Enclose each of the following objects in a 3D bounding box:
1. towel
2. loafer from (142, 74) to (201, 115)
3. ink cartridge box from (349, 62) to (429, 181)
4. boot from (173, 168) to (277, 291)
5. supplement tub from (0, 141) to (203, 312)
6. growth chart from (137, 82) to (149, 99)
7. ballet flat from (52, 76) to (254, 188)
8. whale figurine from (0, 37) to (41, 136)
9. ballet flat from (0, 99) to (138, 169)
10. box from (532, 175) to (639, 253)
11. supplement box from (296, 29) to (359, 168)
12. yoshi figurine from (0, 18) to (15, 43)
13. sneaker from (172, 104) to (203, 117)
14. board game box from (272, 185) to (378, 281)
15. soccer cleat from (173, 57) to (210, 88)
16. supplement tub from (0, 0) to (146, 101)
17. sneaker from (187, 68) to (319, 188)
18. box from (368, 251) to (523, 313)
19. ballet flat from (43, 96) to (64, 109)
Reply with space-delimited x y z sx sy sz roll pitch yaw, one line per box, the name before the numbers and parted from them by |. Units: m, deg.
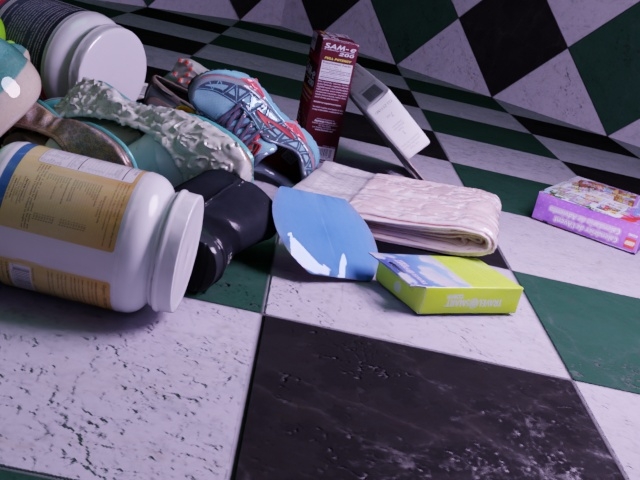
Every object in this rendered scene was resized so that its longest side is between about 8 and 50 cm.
towel | 0.119 -0.056 1.341 0.317 0.053 0.332 11 15 10
loafer | -0.218 -0.248 1.679 0.267 0.084 0.096 15 18 6
ink cartridge box | 0.146 -0.206 1.643 0.239 0.060 0.275 47 7 -22
boot | -0.188 -0.038 1.054 0.246 0.094 0.207 23 23 8
supplement tub | -0.229 -0.009 0.867 0.199 0.144 0.144 14 18 0
growth chart | -0.334 -0.311 1.886 0.237 0.021 0.172 8 19 -16
ballet flat | -0.268 -0.126 1.266 0.409 0.147 0.147 25 21 39
whale figurine | -0.497 -0.208 1.185 0.272 0.216 0.141 20 -27 54
ballet flat | -0.356 -0.110 1.169 0.106 0.108 0.316 -36 35 -25
box | 0.557 -0.057 1.708 0.201 0.057 0.293 22 20 26
supplement box | 0.005 -0.267 1.643 0.073 0.239 0.130 8 18 -12
yoshi figurine | -0.595 -0.336 1.379 0.203 0.204 0.362 -11 2 -13
sneaker | -0.216 -0.182 1.472 0.088 0.093 0.225 13 17 3
board game box | 0.000 0.000 1.130 0.168 0.033 0.133 9 52 -39
soccer cleat | -0.280 -0.384 2.087 0.196 0.068 0.076 30 9 37
supplement tub | -0.475 -0.336 1.586 0.272 0.191 0.191 22 20 26
sneaker | -0.105 -0.178 1.422 0.262 0.104 0.125 35 29 -19
box | 0.156 0.054 1.113 0.178 0.042 0.109 3 20 -30
ballet flat | -0.389 -0.202 1.481 0.188 0.070 0.070 6 20 -28
